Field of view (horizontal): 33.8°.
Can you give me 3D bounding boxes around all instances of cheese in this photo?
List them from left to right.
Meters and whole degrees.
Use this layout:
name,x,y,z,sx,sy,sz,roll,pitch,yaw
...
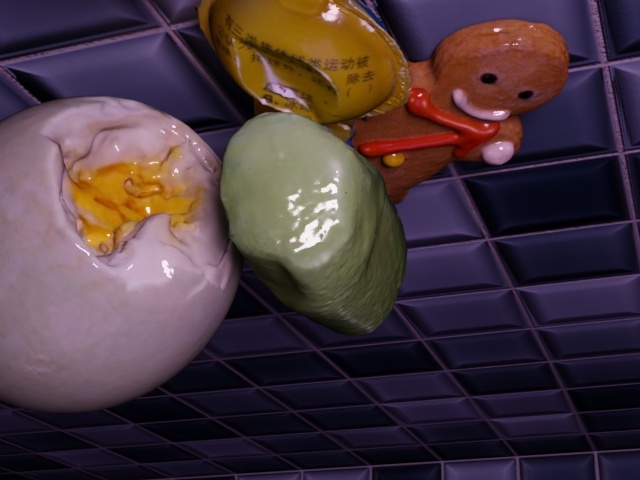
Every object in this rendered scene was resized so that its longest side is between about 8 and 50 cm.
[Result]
name,x,y,z,sx,sy,sz,roll,pitch,yaw
cheese,-0.014,-0.131,0.842,0.177,0.069,0.270,18,157,8

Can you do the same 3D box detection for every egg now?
name,x,y,z,sx,sy,sz,roll,pitch,yaw
egg,-0.229,0.023,0.966,0.278,0.278,0.336,17,146,-32

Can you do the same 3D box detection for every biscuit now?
name,x,y,z,sx,sy,sz,roll,pitch,yaw
biscuit,0.089,-0.105,0.961,0.205,0.049,0.324,21,147,-36

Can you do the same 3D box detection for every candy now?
name,x,y,z,sx,sy,sz,roll,pitch,yaw
candy,0.000,0.000,0.946,0.132,0.142,0.343,25,172,15
